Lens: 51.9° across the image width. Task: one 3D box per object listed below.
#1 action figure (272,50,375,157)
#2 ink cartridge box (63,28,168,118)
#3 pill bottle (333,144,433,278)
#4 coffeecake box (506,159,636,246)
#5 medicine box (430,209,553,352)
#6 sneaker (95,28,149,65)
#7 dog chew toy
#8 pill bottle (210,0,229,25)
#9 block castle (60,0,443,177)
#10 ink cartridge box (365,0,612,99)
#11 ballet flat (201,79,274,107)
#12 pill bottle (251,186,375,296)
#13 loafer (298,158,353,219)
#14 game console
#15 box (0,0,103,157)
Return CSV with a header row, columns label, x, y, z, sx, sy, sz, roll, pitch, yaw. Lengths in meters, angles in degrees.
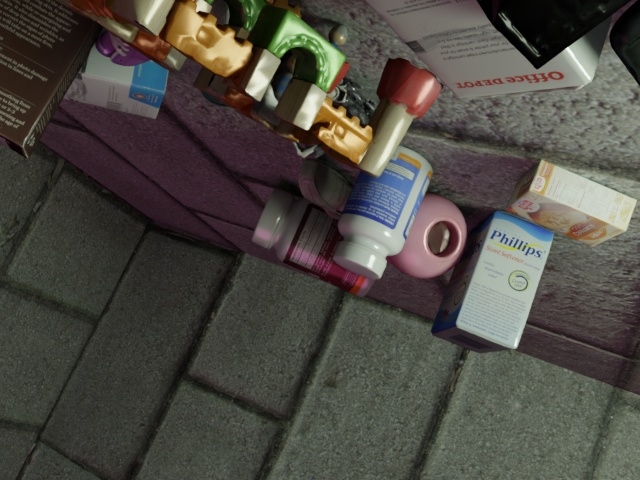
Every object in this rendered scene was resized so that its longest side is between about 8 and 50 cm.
label,x,y,z,sx,sy,sz,roll,pitch,yaw
action figure,0.008,-0.239,1.197,0.141,0.164,0.275,-28,126,36
ink cartridge box,-0.492,-0.379,1.422,0.307,0.129,0.223,10,173,-18
pill bottle,0.128,-0.061,1.430,0.152,0.272,0.152,23,167,6
coffeecake box,0.468,-0.067,1.244,0.185,0.068,0.142,24,169,4
medicine box,0.404,0.110,1.580,0.149,0.289,0.263,22,167,2
sneaker,-0.335,-0.365,1.144,0.161,0.102,0.282,-18,176,8
dog chew toy,0.214,-0.022,1.639,0.206,0.207,0.332,30,174,-24
pill bottle,-0.196,-0.373,1.094,0.121,0.121,0.221,18,166,25
block castle,-0.078,-0.286,0.865,0.453,0.213,0.303,26,-177,-41
ink cartridge box,0.179,-0.289,0.754,0.273,0.114,0.197,34,163,-37
ballet flat,-0.155,-0.311,1.386,0.247,0.083,0.087,15,179,43
pill bottle,0.000,0.000,2.039,0.392,0.224,0.224,25,168,-2
loafer,0.037,-0.129,1.726,0.111,0.112,0.319,13,172,25
game console,0.325,-0.226,0.667,0.213,0.044,0.361,-35,139,29
box,-0.510,-0.358,1.144,0.191,0.381,0.143,29,169,-17
